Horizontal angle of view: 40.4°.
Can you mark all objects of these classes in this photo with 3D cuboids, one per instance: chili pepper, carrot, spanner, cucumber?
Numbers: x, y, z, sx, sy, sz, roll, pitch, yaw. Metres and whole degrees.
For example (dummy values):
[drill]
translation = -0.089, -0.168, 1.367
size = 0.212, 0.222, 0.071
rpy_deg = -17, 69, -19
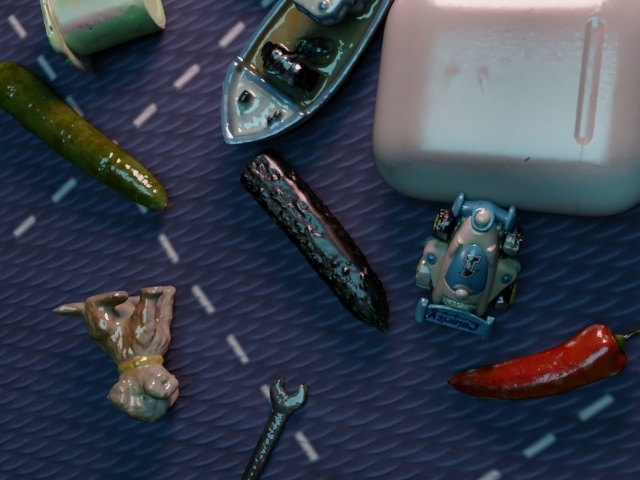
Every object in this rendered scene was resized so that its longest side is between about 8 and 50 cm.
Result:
[chili pepper]
translation = 0.285, 0.153, 1.060
size = 0.272, 0.071, 0.063
rpy_deg = -21, 118, 20
[carrot]
translation = -0.358, -0.149, 1.290
size = 0.358, 0.074, 0.074
rpy_deg = 38, 97, 14
[spanner]
translation = -0.087, 0.304, 1.189
size = 0.054, 0.015, 0.254
rpy_deg = 26, 93, 16
[cucumber]
translation = 0.001, -0.001, 1.161
size = 0.072, 0.072, 0.300
rpy_deg = -43, 76, 10

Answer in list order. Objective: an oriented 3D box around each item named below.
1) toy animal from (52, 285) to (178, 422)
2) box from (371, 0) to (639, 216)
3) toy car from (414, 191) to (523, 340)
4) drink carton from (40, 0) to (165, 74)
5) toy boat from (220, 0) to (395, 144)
[toy animal]
translation = -0.283, 0.166, 1.222
size = 0.184, 0.104, 0.185
rpy_deg = -10, 87, 15
[box]
translation = 0.240, -0.181, 1.062
size = 0.349, 0.141, 0.289
rpy_deg = 6, 86, 19
[toy car]
translation = 0.182, 0.034, 1.052
size = 0.126, 0.098, 0.161
rpy_deg = 15, 132, 7
[drink carton]
translation = -0.310, -0.338, 1.261
size = 0.142, 0.144, 0.146
rpy_deg = -17, 81, 6
[toy boat]
translation = -0.024, -0.262, 1.157
size = 0.145, 0.133, 0.332
rpy_deg = 38, 97, 16
